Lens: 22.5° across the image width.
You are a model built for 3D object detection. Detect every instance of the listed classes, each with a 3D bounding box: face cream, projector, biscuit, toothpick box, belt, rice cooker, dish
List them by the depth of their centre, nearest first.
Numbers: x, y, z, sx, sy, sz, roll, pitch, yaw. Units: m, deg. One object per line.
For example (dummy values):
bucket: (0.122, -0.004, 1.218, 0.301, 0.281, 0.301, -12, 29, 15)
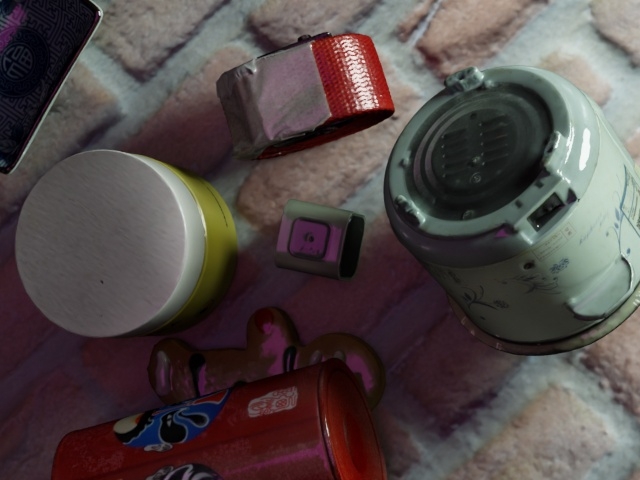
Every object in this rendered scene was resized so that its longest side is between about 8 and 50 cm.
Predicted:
rice cooker: (0.225, -0.027, 1.739, 0.316, 0.316, 0.264, 43, 88, 14)
toothpick box: (-0.111, 0.271, 1.826, 0.333, 0.204, 0.204, -16, 83, 15)
belt: (-0.023, -0.176, 1.897, 0.200, 0.128, 0.124, -18, 82, 11)
projector: (0.000, 0.000, 1.905, 0.082, 0.083, 0.083, 11, 91, 17)
face cream: (-0.227, 0.007, 1.921, 0.218, 0.179, 0.218, -1, 87, 16)
biscuit: (-0.070, 0.180, 1.938, 0.301, 0.049, 0.197, -9, 87, 15)
dish: (-0.387, -0.223, 2.032, 0.182, 0.080, 0.243, 33, 95, 15)
